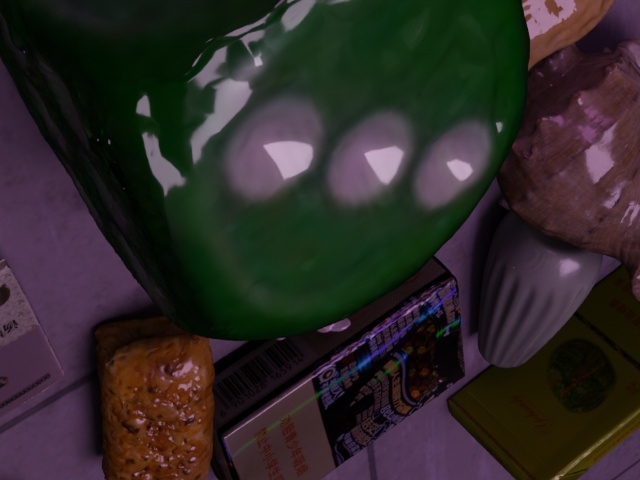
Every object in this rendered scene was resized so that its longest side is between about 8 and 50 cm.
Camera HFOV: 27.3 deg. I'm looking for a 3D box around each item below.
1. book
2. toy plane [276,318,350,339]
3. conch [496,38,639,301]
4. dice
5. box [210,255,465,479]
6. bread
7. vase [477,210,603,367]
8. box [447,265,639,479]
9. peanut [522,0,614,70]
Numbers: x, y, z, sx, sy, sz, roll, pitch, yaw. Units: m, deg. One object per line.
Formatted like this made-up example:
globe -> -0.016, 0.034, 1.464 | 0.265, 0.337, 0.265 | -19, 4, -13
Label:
book -> -0.298, 0.102, 1.135 | 0.127, 0.014, 0.182 | -32, 146, -17
toy plane -> -0.003, -0.002, 1.250 | 0.252, 0.118, 0.252 | -24, 138, -23
conch -> 0.301, -0.085, 1.409 | 0.263, 0.186, 0.324 | -37, 119, -32
dice -> -0.050, -0.130, 0.927 | 0.300, 0.287, 0.297 | -36, 144, -14
box -> 0.013, 0.155, 1.447 | 0.310, 0.084, 0.198 | -33, 142, -16
bread -> -0.160, 0.164, 1.272 | 0.114, 0.083, 0.211 | -6, 131, -10
vase -> 0.248, 0.059, 1.562 | 0.128, 0.128, 0.248 | -23, 148, -28
box -> 0.351, 0.176, 1.716 | 0.335, 0.187, 0.047 | -35, 141, -14
peanut -> 0.138, -0.195, 1.180 | 0.313, 0.149, 0.149 | -39, 144, -4
